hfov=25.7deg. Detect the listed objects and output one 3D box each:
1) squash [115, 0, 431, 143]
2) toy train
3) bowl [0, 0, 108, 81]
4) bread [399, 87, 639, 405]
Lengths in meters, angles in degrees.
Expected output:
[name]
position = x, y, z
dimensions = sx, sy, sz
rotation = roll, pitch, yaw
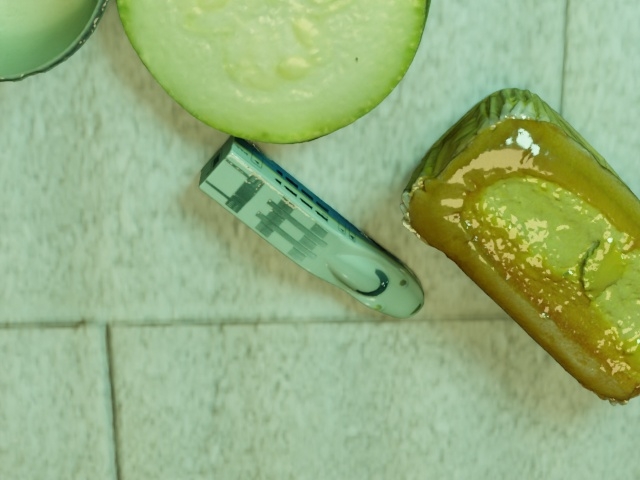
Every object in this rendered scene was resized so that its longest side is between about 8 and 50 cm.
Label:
[squash]
position = -0.035, -0.203, 1.115
dimensions = 0.252, 0.049, 0.252
rotation = 3, 117, 6
[toy train]
position = 0.000, 0.000, 1.216
dimensions = 0.234, 0.051, 0.052
rotation = 38, 111, -15
[bowl]
position = -0.247, -0.236, 1.074
dimensions = 0.211, 0.112, 0.211
rotation = 3, 112, 6
[bread]
position = 0.207, 0.004, 1.189
dimensions = 0.152, 0.119, 0.288
rotation = -42, 107, 18
